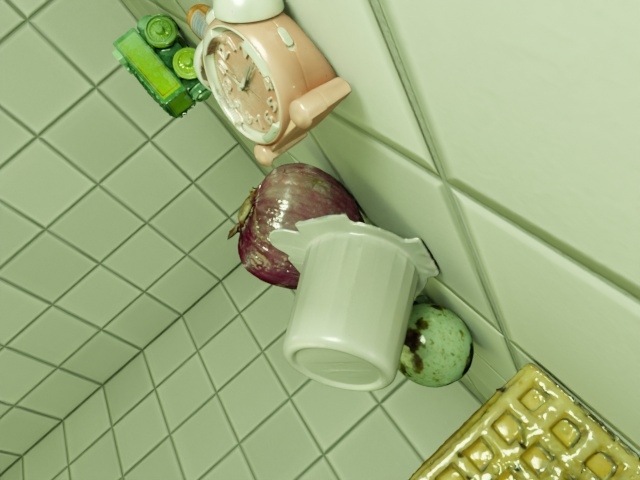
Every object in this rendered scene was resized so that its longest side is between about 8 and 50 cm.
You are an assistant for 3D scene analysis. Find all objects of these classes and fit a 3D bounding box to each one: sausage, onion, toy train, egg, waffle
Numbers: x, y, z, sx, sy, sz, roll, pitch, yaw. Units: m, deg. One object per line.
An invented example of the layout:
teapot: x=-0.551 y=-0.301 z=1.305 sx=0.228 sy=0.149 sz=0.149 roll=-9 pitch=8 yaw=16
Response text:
sausage: x=-0.111 y=-0.268 z=0.648 sx=0.348 sy=0.053 sz=0.053 roll=47 pitch=177 yaw=34
onion: x=0.000 y=0.000 z=0.932 sx=0.349 sy=0.267 sz=0.159 roll=24 pitch=-175 yaw=-13
toy train: x=-0.430 y=-0.489 z=1.265 sx=0.271 sy=0.188 sz=0.159 roll=50 pitch=176 yaw=-3
egg: x=0.238 y=0.225 z=0.956 sx=0.231 sy=0.169 sz=0.169 roll=36 pitch=-173 yaw=-46
waffle: x=0.272 y=0.399 z=0.644 sx=0.261 sy=0.376 sz=0.114 roll=45 pitch=176 yaw=31

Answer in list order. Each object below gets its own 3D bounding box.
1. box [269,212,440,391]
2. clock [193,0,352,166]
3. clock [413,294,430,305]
box: x=0.029 y=0.109 z=0.742 sx=0.291 sy=0.206 sz=0.262 roll=22 pitch=143 yaw=-8
clock: x=-0.059 y=-0.184 z=0.487 sx=0.162 sy=0.093 sz=0.166 roll=52 pitch=153 yaw=-8
clock: x=0.223 y=0.230 z=1.111 sx=0.243 sy=0.199 sz=0.147 roll=29 pitch=172 yaw=-27
